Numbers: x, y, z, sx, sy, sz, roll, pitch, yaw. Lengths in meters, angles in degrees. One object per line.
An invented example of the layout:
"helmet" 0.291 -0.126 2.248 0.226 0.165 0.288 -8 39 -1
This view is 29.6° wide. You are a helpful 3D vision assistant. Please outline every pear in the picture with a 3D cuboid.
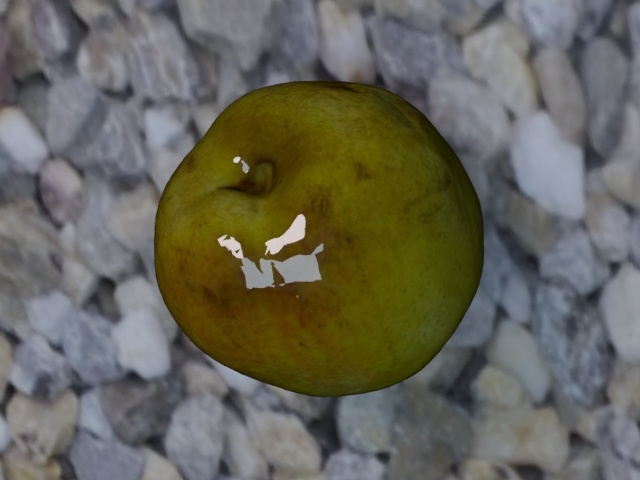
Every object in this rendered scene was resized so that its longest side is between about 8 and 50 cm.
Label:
"pear" 0.000 0.000 0.705 0.200 0.200 0.200 3 107 9
